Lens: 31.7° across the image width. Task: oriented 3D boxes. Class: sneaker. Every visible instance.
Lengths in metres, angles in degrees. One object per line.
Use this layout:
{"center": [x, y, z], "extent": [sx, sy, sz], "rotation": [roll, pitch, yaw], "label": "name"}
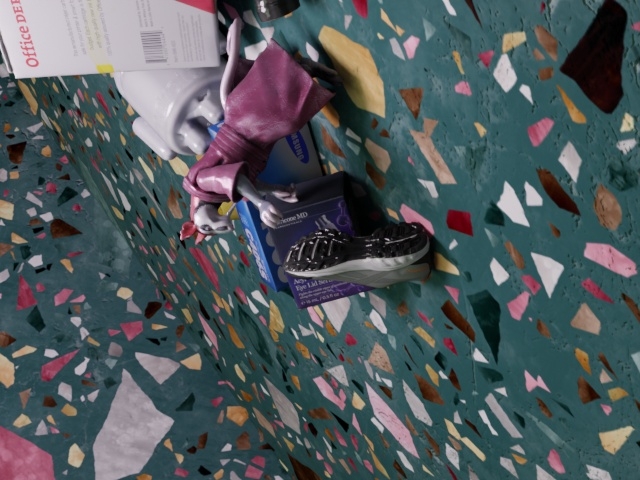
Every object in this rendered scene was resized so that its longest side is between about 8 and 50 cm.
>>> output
{"center": [0.062, 0.042, 1.935], "extent": [0.271, 0.100, 0.108], "rotation": [-3, 136, 22], "label": "sneaker"}

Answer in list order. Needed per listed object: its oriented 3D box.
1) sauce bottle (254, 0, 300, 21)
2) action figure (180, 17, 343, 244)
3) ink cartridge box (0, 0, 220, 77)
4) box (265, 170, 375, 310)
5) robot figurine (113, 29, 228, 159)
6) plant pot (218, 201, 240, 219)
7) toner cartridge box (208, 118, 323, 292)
{"center": [-0.124, -0.510, 1.742], "extent": [0.111, 0.111, 0.344], "rotation": [18, 136, 60], "label": "sauce bottle"}
{"center": [-0.135, -0.160, 1.867], "extent": [0.275, 0.370, 0.248], "rotation": [37, 176, -4], "label": "action figure"}
{"center": [-0.379, -0.445, 1.993], "extent": [0.279, 0.384, 0.160], "rotation": [91, 175, -55], "label": "ink cartridge box"}
{"center": [0.000, 0.000, 2.050], "extent": [0.108, 0.153, 0.207], "rotation": [-89, -20, -61], "label": "box"}
{"center": [-0.277, -0.308, 2.236], "extent": [0.353, 0.199, 0.300], "rotation": [45, 115, 31], "label": "robot figurine"}
{"center": [-0.191, -0.098, 2.475], "extent": [0.134, 0.095, 0.134], "rotation": [47, 156, 29], "label": "plant pot"}
{"center": [-0.076, -0.087, 2.124], "extent": [0.075, 0.165, 0.348], "rotation": [36, 150, 53], "label": "toner cartridge box"}
